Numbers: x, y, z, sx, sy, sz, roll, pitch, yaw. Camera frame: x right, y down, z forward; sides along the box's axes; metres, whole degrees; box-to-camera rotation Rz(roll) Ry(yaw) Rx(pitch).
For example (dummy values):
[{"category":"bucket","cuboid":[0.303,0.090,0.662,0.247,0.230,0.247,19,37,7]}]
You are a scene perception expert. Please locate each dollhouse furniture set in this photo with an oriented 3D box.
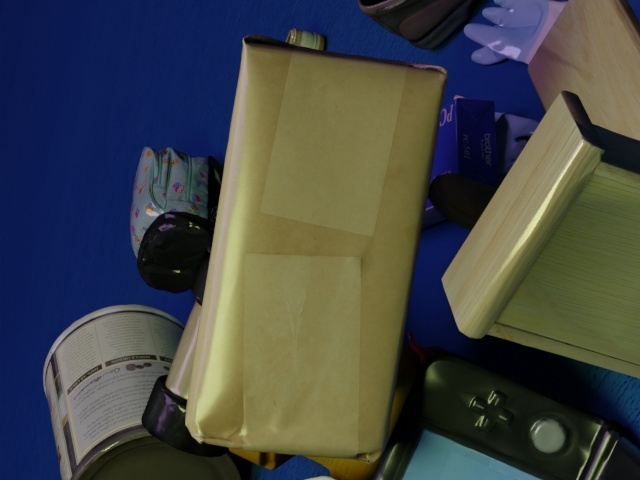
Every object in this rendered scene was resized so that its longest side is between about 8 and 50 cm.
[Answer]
[{"category":"dollhouse furniture set","cuboid":[0.211,-0.080,1.501,0.362,0.256,0.394,-59,27,29]}]

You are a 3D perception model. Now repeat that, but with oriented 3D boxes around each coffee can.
[{"category":"coffee can","cuboid":[-0.215,0.230,2.318,0.201,0.201,0.275,-63,25,22]}]

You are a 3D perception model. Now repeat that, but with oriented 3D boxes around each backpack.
[{"category":"backpack","cuboid":[-0.190,-0.041,2.562,0.182,0.115,0.152,-92,27,-43]}]

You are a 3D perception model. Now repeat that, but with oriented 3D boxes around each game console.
[{"category":"game console","cuboid":[0.140,0.275,1.540,0.173,0.250,0.293,-53,-14,-78]}]

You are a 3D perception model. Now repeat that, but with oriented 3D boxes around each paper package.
[{"category":"paper package","cuboid":[0.000,0.000,1.673,0.309,0.168,0.325,-59,-22,-86]}]

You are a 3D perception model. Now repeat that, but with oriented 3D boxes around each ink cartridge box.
[{"category":"ink cartridge box","cuboid":[0.110,-0.070,1.957,0.207,0.046,0.097,157,114,-65]}]

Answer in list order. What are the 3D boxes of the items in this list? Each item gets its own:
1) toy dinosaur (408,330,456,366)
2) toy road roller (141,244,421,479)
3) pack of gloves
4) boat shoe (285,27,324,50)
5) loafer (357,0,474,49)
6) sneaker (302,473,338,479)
[{"category":"toy dinosaur","cuboid":[0.102,0.119,1.848,0.047,0.090,0.082,-62,-21,-1]},{"category":"toy road roller","cuboid":[-0.010,0.132,1.996,0.202,0.240,0.329,-68,-14,12]},{"category":"pack of gloves","cuboid":[0.172,-0.150,1.909,0.232,0.046,0.195,25,97,67]},{"category":"boat shoe","cuboid":[-0.049,-0.211,2.443,0.153,0.048,0.056,-44,36,49]},{"category":"loafer","cuboid":[0.145,-0.308,2.012,0.302,0.095,0.109,-49,33,44]},{"category":"sneaker","cuboid":[-0.010,0.290,1.877,0.321,0.127,0.126,-18,49,58]}]
